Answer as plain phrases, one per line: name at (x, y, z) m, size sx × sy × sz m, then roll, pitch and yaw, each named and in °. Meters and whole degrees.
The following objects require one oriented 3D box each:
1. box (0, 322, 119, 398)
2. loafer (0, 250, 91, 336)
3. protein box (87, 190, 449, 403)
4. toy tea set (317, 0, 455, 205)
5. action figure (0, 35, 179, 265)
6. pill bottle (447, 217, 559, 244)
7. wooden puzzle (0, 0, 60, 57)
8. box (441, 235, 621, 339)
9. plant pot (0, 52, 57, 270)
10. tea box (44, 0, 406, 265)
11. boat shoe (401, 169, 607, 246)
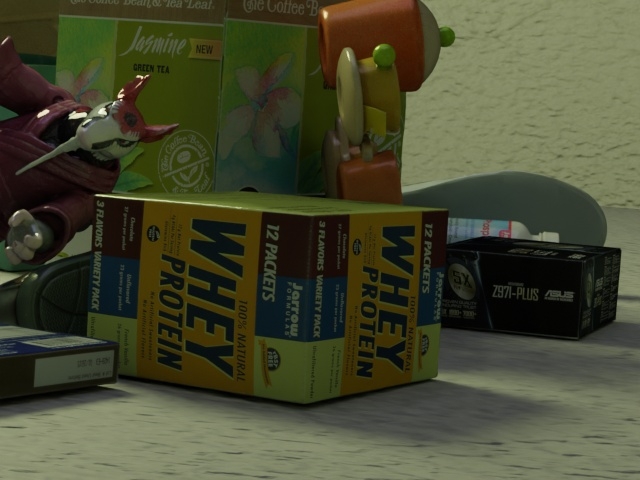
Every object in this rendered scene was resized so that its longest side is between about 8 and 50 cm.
box at (-0.274, 0.080, 1.318) m, size 0.225 × 0.037 × 0.136 m, roll 8°, pitch 7°, yaw 36°
loafer at (-0.178, 0.040, 1.551) m, size 0.084 × 0.096 × 0.267 m, roll -1°, pitch 4°, yaw 36°
protein box at (-0.038, 0.037, 1.387) m, size 0.201 × 0.136 × 0.200 m, roll 6°, pitch 5°, yaw 33°
toy tea set at (0.072, -0.079, 1.692) m, size 0.124 × 0.336 × 0.200 m, roll -6°, pitch 42°, yaw -6°
action figure at (-0.285, -0.034, 1.560) m, size 0.370 × 0.248 × 0.276 m, roll -17°, pitch -25°, yaw 11°
pill bottle at (0.178, 0.020, 1.973) m, size 0.160 × 0.087 × 0.087 m, roll 3°, pitch 5°, yaw 5°
wooden puzzle at (-0.407, -0.187, 2.210) m, size 0.322 × 0.348 × 0.080 m, roll -28°, pitch 45°, yaw 9°
box at (0.205, 0.043, 1.782) m, size 0.147 × 0.078 × 0.180 m, roll 6°, pitch 6°, yaw 21°
plant pot at (-0.335, -0.090, 2.047) m, size 0.165 × 0.234 × 0.165 m, roll 14°, pitch 10°, yaw 39°
tea box at (-0.089, -0.101, 1.857) m, size 0.220 × 0.324 × 0.329 m, roll 7°, pitch 7°, yaw 34°
boat shoe at (0.146, -0.006, 2.114) m, size 0.367 × 0.136 × 0.156 m, roll -6°, pitch 1°, yaw 4°
